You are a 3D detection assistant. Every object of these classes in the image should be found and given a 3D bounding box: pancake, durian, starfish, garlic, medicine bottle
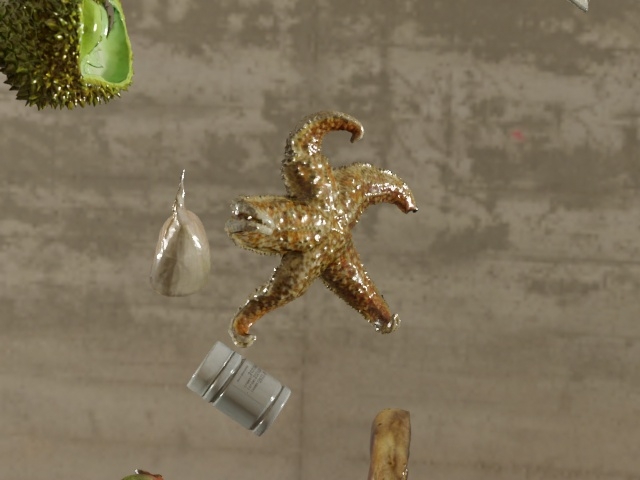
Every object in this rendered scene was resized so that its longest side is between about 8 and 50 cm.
[{"bbox_3d":[0.075,0.321,1.413,0.056,0.212,0.257,14,2,-1],"label":"pancake"},{"bbox_3d":[-0.359,-0.280,1.545,0.176,0.200,0.237,9,13,10],"label":"durian"},{"bbox_3d":[0.002,0.004,1.345,0.113,0.312,0.303,16,-29,45],"label":"starfish"},{"bbox_3d":[-0.208,0.005,1.648,0.090,0.129,0.198,-2,-33,-8],"label":"garlic"},{"bbox_3d":[-0.082,0.149,1.127,0.091,0.058,0.058,35,5,-2],"label":"medicine bottle"}]

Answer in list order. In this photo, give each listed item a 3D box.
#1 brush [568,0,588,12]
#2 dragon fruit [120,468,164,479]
[{"bbox_3d":[0.167,-0.318,1.043,0.272,0.103,0.013,26,-23,-30],"label":"brush"},{"bbox_3d":[-0.178,0.348,1.063,0.302,0.231,0.237,-11,8,-26],"label":"dragon fruit"}]
